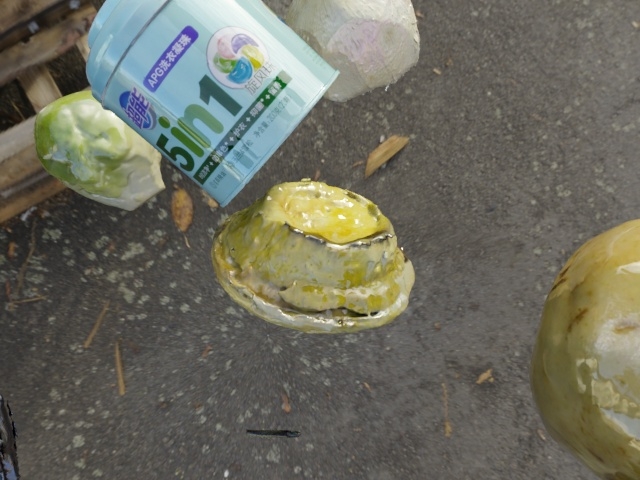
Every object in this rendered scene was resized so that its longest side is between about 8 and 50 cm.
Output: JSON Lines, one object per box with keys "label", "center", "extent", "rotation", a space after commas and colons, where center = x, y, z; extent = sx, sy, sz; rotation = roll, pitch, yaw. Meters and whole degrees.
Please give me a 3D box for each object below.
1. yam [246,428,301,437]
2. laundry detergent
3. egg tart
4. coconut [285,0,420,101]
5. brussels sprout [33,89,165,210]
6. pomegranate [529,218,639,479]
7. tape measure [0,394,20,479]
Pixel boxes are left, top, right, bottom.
{"label": "yam", "center": [-0.081, 0.327, 0.983], "extent": [0.107, 0.014, 0.014], "rotation": [-7, 80, 25]}
{"label": "laundry detergent", "center": [-0.176, -0.255, 0.897], "extent": [0.305, 0.287, 0.287], "rotation": [41, 79, -11]}
{"label": "egg tart", "center": [0.000, 0.000, 0.921], "extent": [0.345, 0.345, 0.133], "rotation": [13, 120, -3]}
{"label": "coconut", "center": [0.065, -0.485, 1.309], "extent": [0.297, 0.255, 0.298], "rotation": [-9, 59, 16]}
{"label": "brussels sprout", "center": [-0.507, -0.205, 1.330], "extent": [0.316, 0.274, 0.243], "rotation": [33, 58, 4]}
{"label": "pomegranate", "center": [0.382, 0.145, 0.634], "extent": [0.332, 0.332, 0.333], "rotation": [1, 81, -5]}
{"label": "tape measure", "center": [-0.312, 0.274, 0.446], "extent": [0.215, 0.352, 0.098], "rotation": [-21, 41, -30]}
